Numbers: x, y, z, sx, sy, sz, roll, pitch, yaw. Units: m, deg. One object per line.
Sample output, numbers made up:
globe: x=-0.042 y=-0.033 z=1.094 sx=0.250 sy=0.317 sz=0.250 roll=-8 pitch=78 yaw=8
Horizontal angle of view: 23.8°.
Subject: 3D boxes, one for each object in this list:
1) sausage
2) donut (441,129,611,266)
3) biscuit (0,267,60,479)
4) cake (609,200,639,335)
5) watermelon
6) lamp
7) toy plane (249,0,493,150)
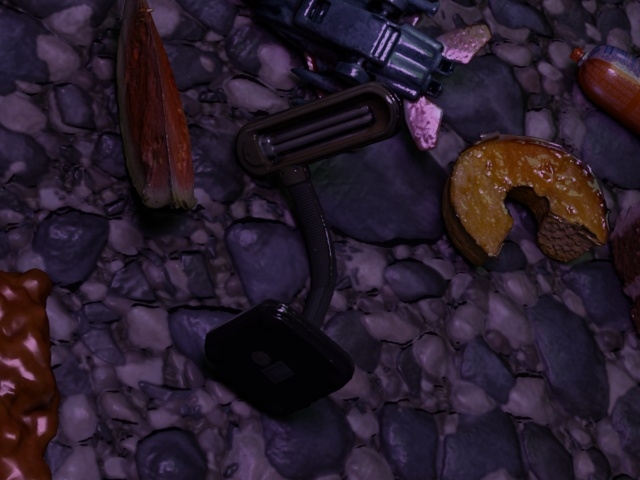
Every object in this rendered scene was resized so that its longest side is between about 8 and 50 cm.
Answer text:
sausage: x=0.383 y=-0.150 z=1.728 sx=0.234 sy=0.071 sz=0.071 roll=35 pitch=56 yaw=-5
donut: x=0.206 y=-0.041 z=1.591 sx=0.181 sy=0.078 sz=0.146 roll=-7 pitch=67 yaw=-21
biscuit: x=-0.364 y=0.148 z=1.208 sx=0.312 sy=0.110 sz=0.318 roll=6 pitch=63 yaw=-23
cake: x=0.401 y=0.017 z=1.613 sx=0.135 sy=0.134 sz=0.147 roll=-2 pitch=72 yaw=-28
watermelon: x=-0.154 y=-0.124 z=1.438 sx=0.063 sy=0.119 sz=0.245 roll=-4 pitch=66 yaw=-14
lamp: x=0.005 y=0.001 z=1.407 sx=0.124 sy=0.203 sz=0.283 roll=30 pitch=50 yaw=-31
toy plane: x=0.004 y=-0.228 z=1.574 sx=0.326 sy=0.104 sz=0.223 roll=28 pitch=85 yaw=-5
